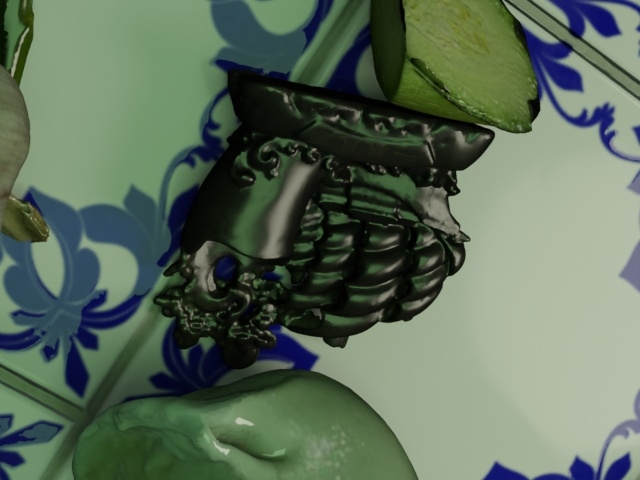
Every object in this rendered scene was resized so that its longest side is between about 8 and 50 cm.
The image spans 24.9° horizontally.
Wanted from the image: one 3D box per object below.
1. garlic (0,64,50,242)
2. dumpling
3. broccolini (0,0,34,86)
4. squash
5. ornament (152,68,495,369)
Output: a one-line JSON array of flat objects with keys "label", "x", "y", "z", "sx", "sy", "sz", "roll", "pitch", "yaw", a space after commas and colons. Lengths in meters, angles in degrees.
[{"label": "garlic", "x": -0.291, "y": -0.047, "z": 1.070, "sx": 0.253, "sy": 0.245, "sz": 0.245, "roll": 20, "pitch": 99, "yaw": -55}, {"label": "dumpling", "x": -0.046, "y": 0.236, "z": 1.185, "sx": 0.270, "sy": 0.212, "sz": 0.321, "roll": -30, "pitch": 99, "yaw": -4}, {"label": "broccolini", "x": -0.233, "y": -0.295, "z": 1.084, "sx": 0.079, "sy": 0.074, "sz": 0.392, "roll": -5, "pitch": 111, "yaw": -58}, {"label": "squash", "x": 0.094, "y": -0.150, "z": 1.183, "sx": 0.085, "sy": 0.192, "sz": 0.184, "roll": -31, "pitch": 136, "yaw": 33}, {"label": "ornament", "x": 0.000, "y": 0.000, "z": 1.205, "sx": 0.251, "sy": 0.106, "sz": 0.260, "roll": 9, "pitch": 106, "yaw": -16}]
